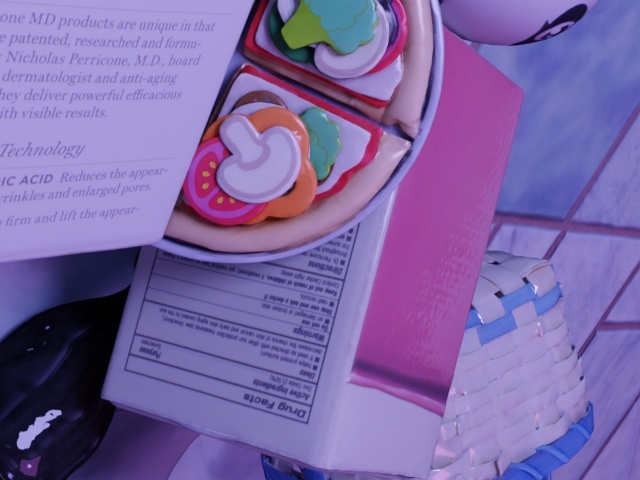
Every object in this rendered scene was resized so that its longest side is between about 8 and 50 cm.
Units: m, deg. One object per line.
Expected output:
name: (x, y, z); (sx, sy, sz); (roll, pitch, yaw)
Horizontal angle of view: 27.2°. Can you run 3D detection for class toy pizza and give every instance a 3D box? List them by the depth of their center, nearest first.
toy pizza: (-0.042, -0.088, 0.624); (0.201, 0.201, 0.032); (-53, -179, 6)

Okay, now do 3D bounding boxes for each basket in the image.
basket: (0.087, 0.157, 1.008); (0.255, 0.201, 0.289); (-17, 106, -40)

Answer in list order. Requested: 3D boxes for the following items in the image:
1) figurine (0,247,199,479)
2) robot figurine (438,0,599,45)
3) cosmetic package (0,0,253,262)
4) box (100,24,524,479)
figurine: (-0.113, 0.098, 0.840); (0.209, 0.092, 0.215); (-41, 149, -21)
robot figurine: (0.124, -0.234, 0.679); (0.278, 0.173, 0.209); (-56, 149, 11)
cosmetic package: (-0.131, -0.106, 0.520); (0.151, 0.151, 0.183); (-8, 130, -47)
box: (0.000, 0.000, 0.728); (0.127, 0.149, 0.232); (21, 82, -58)
